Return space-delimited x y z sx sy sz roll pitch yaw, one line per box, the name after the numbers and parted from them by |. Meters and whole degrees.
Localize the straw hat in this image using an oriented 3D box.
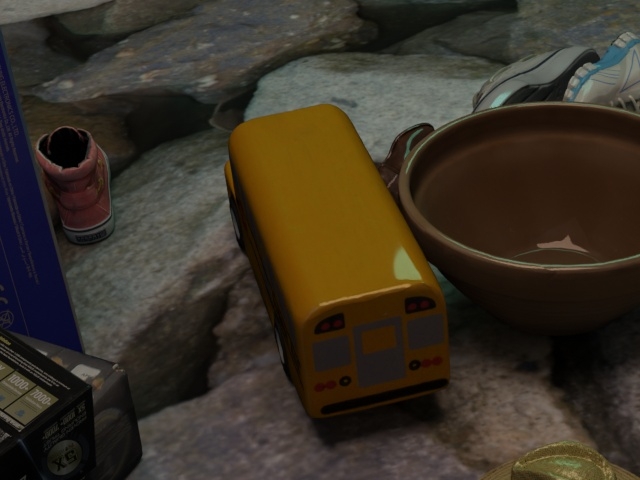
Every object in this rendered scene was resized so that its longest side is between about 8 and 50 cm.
0.154 0.160 0.887 0.144 0.061 0.144 -6 35 4 | straw hat

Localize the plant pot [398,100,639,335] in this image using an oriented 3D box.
0.178 -0.004 1.071 0.237 0.110 0.237 -3 33 2 | plant pot

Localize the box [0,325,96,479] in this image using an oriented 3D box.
-0.252 0.111 0.857 0.180 0.077 0.147 28 45 25 | box

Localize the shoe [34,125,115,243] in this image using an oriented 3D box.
-0.227 -0.076 1.289 0.063 0.081 0.178 -14 35 -9 | shoe

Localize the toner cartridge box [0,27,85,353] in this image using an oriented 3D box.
-0.277 -0.071 1.057 0.075 0.348 0.165 -25 38 -24 | toner cartridge box

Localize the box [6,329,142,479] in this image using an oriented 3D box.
-0.371 0.163 0.962 0.395 0.097 0.318 14 37 27 | box

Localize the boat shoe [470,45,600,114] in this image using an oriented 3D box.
0.177 -0.116 1.280 0.076 0.083 0.226 4 23 37 | boat shoe

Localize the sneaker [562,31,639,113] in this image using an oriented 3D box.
0.280 -0.130 1.277 0.083 0.071 0.190 21 44 27 | sneaker

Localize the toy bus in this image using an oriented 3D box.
0.000 0.000 1.088 0.108 0.130 0.333 -13 35 -7 | toy bus

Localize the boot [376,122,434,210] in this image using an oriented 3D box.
0.100 -0.053 1.226 0.106 0.037 0.114 -44 43 -22 | boot
